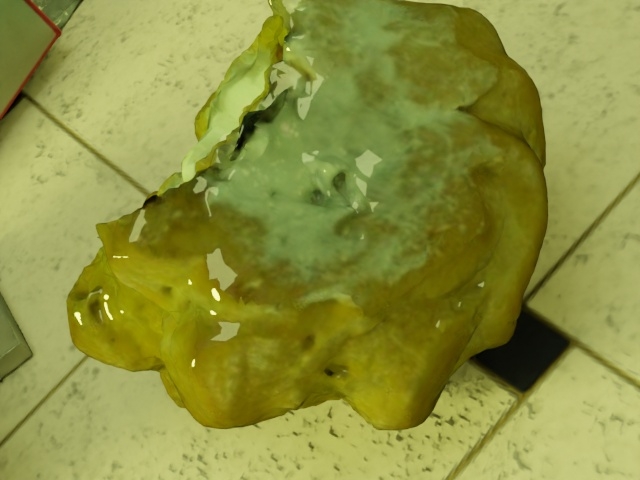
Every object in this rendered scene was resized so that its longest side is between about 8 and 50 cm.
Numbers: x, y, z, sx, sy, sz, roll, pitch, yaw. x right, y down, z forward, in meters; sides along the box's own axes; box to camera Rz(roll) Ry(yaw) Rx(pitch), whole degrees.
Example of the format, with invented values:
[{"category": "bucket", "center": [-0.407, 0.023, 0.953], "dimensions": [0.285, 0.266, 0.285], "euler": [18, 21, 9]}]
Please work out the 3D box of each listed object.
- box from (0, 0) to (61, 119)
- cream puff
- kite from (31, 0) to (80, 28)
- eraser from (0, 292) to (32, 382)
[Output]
[{"category": "box", "center": [-0.504, -0.191, 1.242], "dimensions": [0.300, 0.314, 0.312], "euler": [19, 71, 40]}, {"category": "cream puff", "center": [0.009, -0.003, 0.901], "dimensions": [0.274, 0.270, 0.323], "euler": [33, 75, 6]}, {"category": "kite", "center": [-0.379, -0.257, 1.436], "dimensions": [0.169, 0.015, 0.310], "euler": [-45, 49, -9]}, {"category": "eraser", "center": [-0.318, 0.081, 1.136], "dimensions": [0.104, 0.023, 0.150], "euler": [-38, 46, -2]}]
